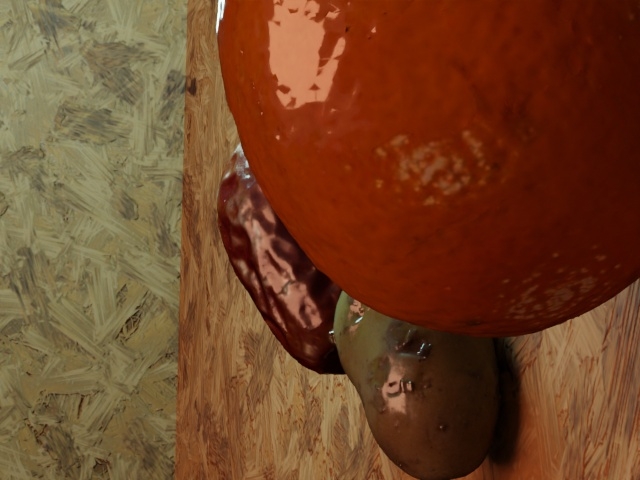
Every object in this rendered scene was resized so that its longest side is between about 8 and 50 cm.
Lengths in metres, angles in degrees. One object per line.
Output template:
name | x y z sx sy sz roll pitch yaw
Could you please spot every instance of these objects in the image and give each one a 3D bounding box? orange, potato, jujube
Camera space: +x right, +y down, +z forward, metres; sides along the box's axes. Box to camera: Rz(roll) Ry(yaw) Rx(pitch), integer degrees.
orange | 0.124 -0.135 1.192 0.326 0.424 0.424 -17 67 30
potato | 0.106 0.122 1.638 0.165 0.165 0.262 110 147 -46
jujube | 0.000 0.000 1.860 0.223 0.223 0.318 114 144 -51
